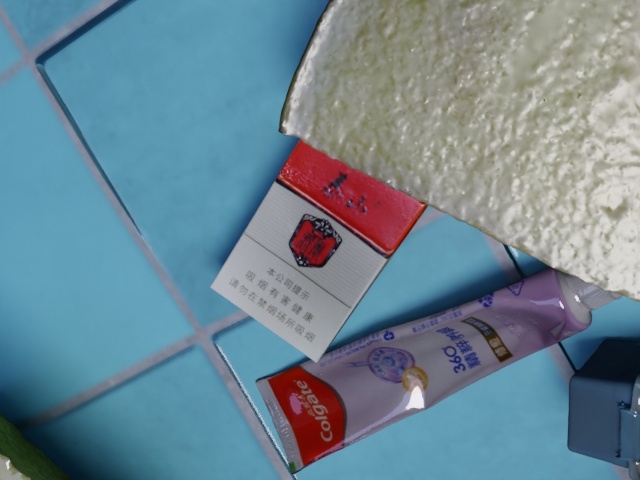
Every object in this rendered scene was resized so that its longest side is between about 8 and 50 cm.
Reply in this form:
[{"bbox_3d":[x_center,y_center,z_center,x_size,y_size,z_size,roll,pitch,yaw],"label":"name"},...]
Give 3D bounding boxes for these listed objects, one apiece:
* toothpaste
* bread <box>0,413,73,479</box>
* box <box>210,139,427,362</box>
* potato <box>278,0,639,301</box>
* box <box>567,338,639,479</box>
[{"bbox_3d":[0.082,0.085,0.793,0.301,0.048,0.075,-29,101,26],"label":"toothpaste"},{"bbox_3d":[-0.314,0.321,0.823,0.233,0.245,0.361,43,78,0],"label":"bread"},{"bbox_3d":[0.000,0.000,0.791,0.100,0.048,0.152,34,116,3],"label":"box"},{"bbox_3d":[0.147,-0.130,0.668,0.270,0.112,0.255,26,108,7],"label":"potato"},{"bbox_3d":[0.205,0.108,0.734,0.054,0.099,0.074,5,109,32],"label":"box"}]
